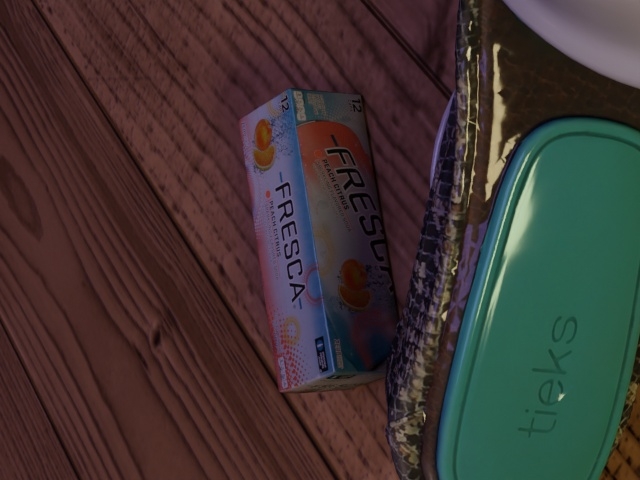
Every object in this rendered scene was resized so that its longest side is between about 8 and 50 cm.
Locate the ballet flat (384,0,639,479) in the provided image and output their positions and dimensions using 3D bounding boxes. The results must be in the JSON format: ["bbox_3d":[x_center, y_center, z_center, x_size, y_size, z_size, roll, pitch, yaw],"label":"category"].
[{"bbox_3d":[0.123,-0.092,0.781,0.182,0.164,0.482,-116,39,-61],"label":"ballet flat"}]

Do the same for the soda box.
[{"bbox_3d":[0.000,0.000,1.004,0.063,0.058,0.183,-25,70,50],"label":"soda box"}]

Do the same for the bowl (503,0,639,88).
[{"bbox_3d":[0.142,-0.204,0.550,0.298,0.134,0.298,-8,75,32],"label":"bowl"}]
